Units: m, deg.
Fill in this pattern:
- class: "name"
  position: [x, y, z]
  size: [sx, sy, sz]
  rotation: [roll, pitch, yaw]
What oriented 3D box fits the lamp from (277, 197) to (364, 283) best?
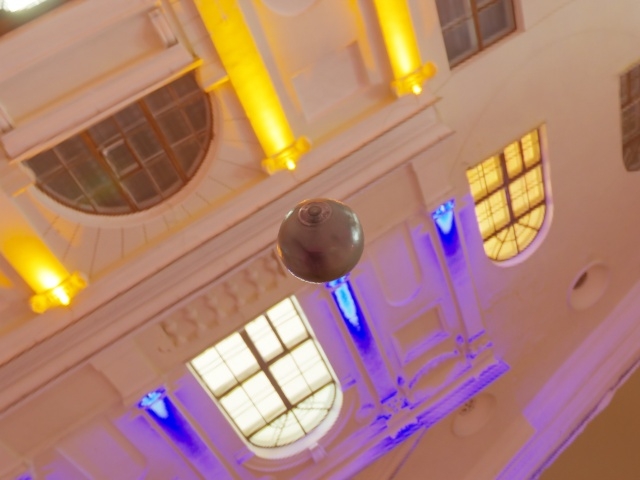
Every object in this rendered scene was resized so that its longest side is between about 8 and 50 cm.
- class: "lamp"
  position: [0.000, 0.000, 0.747]
  size: [0.105, 0.105, 0.105]
  rotation: [-15, -141, 12]
